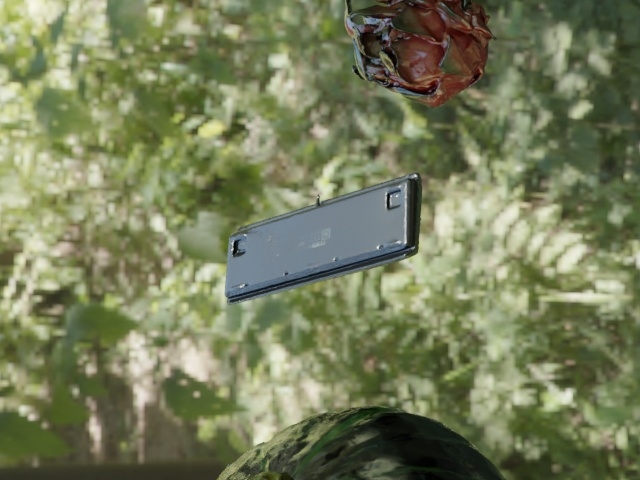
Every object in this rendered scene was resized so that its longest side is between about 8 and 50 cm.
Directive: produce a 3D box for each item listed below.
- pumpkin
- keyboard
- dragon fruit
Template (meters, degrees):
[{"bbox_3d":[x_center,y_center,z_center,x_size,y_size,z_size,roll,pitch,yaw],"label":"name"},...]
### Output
[{"bbox_3d":[0.014,0.256,0.966,0.315,0.238,0.315,-28,32,19],"label":"pumpkin"},{"bbox_3d":[0.000,0.000,1.302,0.230,0.025,0.094,-16,58,36],"label":"keyboard"},{"bbox_3d":[0.095,-0.189,1.301,0.130,0.142,0.121,80,-172,-67],"label":"dragon fruit"}]
